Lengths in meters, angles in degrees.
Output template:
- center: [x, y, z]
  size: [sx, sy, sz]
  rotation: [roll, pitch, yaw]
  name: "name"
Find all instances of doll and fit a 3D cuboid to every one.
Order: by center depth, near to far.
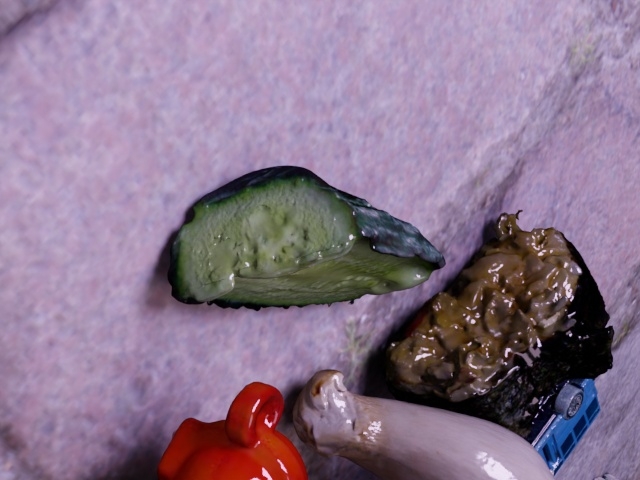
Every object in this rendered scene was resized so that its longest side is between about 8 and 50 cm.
- center: [-0.068, 0.256, 0.595]
  size: [0.182, 0.160, 0.363]
  rotation: [-26, 129, -58]
  name: "doll"

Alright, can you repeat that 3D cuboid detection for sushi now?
- center: [0.158, 0.085, 0.760]
  size: [0.212, 0.147, 0.115]
  rotation: [-39, 136, -18]
  name: "sushi"

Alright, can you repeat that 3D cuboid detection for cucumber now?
- center: [0.000, 0.000, 0.602]
  size: [0.115, 0.086, 0.193]
  rotation: [-29, 152, 30]
  name: "cucumber"

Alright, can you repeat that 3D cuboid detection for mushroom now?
- center: [0.083, 0.174, 0.678]
  size: [0.116, 0.225, 0.093]
  rotation: [-49, -163, 47]
  name: "mushroom"

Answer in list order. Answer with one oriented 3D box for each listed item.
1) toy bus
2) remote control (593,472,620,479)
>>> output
- center: [0.200, 0.205, 0.908]
  size: [0.185, 0.090, 0.106]
  rotation: [-48, 139, -18]
  name: "toy bus"
- center: [0.386, 0.472, 1.231]
  size: [0.055, 0.103, 0.277]
  rotation: [1, 109, -43]
  name: "remote control"
